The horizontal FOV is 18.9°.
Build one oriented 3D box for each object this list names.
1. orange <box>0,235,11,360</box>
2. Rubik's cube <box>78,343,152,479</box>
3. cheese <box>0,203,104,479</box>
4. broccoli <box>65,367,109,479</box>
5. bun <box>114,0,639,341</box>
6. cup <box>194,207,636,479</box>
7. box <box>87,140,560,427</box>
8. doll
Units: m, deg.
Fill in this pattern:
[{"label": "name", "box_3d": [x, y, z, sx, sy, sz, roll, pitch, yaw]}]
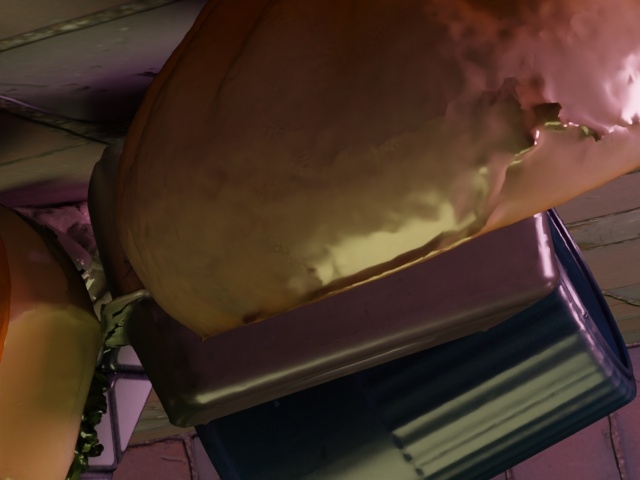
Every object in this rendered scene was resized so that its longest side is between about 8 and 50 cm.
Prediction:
[{"label": "orange", "box_3d": [-0.289, 0.039, 1.003, 0.246, 0.246, 0.246, -9, 170, -2]}, {"label": "Rubik's cube", "box_3d": [-0.252, 0.104, 1.740, 0.228, 0.229, 0.233, 36, -168, -24]}, {"label": "cheese", "box_3d": [-0.264, 0.077, 1.222, 0.128, 0.259, 0.316, 17, -169, -39]}, {"label": "broccoli", "box_3d": [-0.313, 0.146, 1.452, 0.248, 0.288, 0.245, 25, 146, 15]}, {"label": "bun", "box_3d": [0.036, -0.074, 0.916, 0.299, 0.164, 0.299, -23, -179, 0]}, {"label": "cup", "box_3d": [0.075, 0.087, 1.506, 0.292, 0.242, 0.308, -29, 168, 13]}, {"label": "box", "box_3d": [0.000, 0.000, 1.194, 0.291, 0.166, 0.220, -18, 173, -10]}, {"label": "doll", "box_3d": [-0.182, 0.023, 1.432, 0.192, 0.095, 0.149, 1, 140, -49]}]
